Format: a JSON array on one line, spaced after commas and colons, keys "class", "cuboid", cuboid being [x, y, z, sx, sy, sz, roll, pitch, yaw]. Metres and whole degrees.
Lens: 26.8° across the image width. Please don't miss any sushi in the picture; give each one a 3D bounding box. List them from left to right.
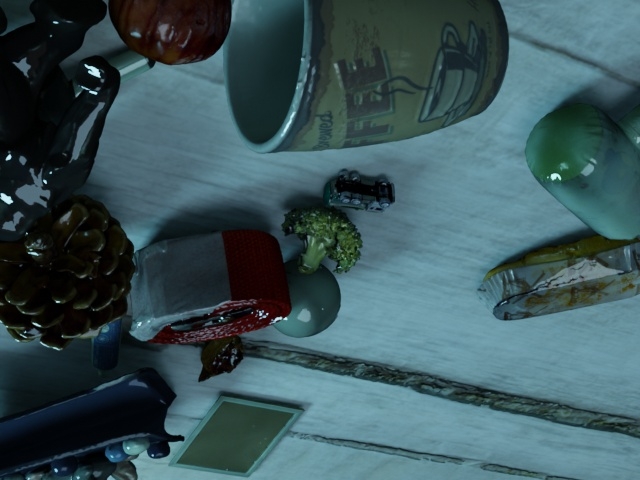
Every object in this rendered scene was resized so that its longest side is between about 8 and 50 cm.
[{"class": "sushi", "cuboid": [-0.131, 0.159, 1.839, 0.050, 0.047, 0.099, 9, 135, -28]}]

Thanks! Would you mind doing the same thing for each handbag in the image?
[{"class": "handbag", "cuboid": [-0.347, 0.285, 1.812, 0.325, 0.118, 0.269, -16, 166, -1]}]

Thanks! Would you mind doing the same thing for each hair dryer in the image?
[{"class": "hair dryer", "cuboid": [-0.226, -0.174, 1.453, 0.197, 0.057, 0.100, -25, 139, 3]}]

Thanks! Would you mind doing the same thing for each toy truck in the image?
[{"class": "toy truck", "cuboid": [0.047, -0.056, 1.665, 0.083, 0.039, 0.044, 7, 150, -21]}]

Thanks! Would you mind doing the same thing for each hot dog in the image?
[{"class": "hot dog", "cuboid": [0.340, 0.051, 1.848, 0.252, 0.069, 0.131, -13, 148, 2]}]

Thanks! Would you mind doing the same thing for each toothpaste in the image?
[{"class": "toothpaste", "cuboid": [-0.279, 0.112, 1.755, 0.057, 0.035, 0.197, -8, 136, -21]}]

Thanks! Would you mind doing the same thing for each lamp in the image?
[{"class": "lamp", "cuboid": [-0.024, 0.075, 1.733, 0.105, 0.105, 0.105, -8, 138, -7]}]

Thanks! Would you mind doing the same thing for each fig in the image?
[{"class": "fig", "cuboid": [-0.142, -0.244, 1.354, 0.150, 0.128, 0.128, -56, 137, -14]}]

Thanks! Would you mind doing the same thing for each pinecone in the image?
[{"class": "pinecone", "cuboid": [-0.313, 0.024, 1.551, 0.185, 0.169, 0.212, -29, 151, -5]}]

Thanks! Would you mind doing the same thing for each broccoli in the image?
[{"class": "broccoli", "cuboid": [0.000, 0.000, 1.676, 0.092, 0.095, 0.097, -63, 163, -6]}]

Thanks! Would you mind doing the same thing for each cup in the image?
[{"class": "cup", "cuboid": [0.037, -0.185, 1.415, 0.257, 0.227, 0.301, 3, 164, -25]}]

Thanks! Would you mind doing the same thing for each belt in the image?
[{"class": "belt", "cuboid": [-0.142, 0.050, 1.664, 0.200, 0.124, 0.128, -11, 158, 3]}]

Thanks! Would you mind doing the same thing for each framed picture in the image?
[{"class": "framed picture", "cuboid": [-0.128, 0.293, 2.013, 0.142, 0.011, 0.183, 14, 131, -29]}]

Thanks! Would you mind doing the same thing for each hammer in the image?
[{"class": "hammer", "cuboid": [0.421, -0.152, 1.626, 0.335, 0.119, 0.206, -42, 134, 18]}]

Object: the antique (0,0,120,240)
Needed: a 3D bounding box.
[{"class": "antique", "cuboid": [-0.361, -0.149, 1.315, 0.322, 0.185, 0.255, 22, 123, 2]}]
